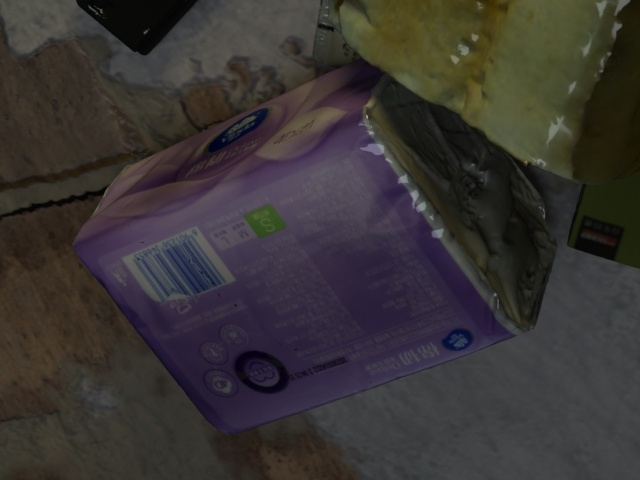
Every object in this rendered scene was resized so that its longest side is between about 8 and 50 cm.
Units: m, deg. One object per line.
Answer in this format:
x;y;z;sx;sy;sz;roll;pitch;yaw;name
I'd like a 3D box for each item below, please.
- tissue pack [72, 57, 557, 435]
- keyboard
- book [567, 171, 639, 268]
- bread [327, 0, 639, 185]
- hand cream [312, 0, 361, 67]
0.000;0.000;1.680;0.338;0.160;0.242;-22;116;34;tissue pack
-0.118;-0.253;1.662;0.093;0.025;0.230;41;124;-11;keyboard
0.352;-0.108;1.588;0.239;0.035;0.352;16;124;6;book
0.172;-0.254;1.457;0.300;0.210;0.341;31;123;26;bread
0.105;-0.145;1.646;0.234;0.050;0.080;20;131;11;hand cream
